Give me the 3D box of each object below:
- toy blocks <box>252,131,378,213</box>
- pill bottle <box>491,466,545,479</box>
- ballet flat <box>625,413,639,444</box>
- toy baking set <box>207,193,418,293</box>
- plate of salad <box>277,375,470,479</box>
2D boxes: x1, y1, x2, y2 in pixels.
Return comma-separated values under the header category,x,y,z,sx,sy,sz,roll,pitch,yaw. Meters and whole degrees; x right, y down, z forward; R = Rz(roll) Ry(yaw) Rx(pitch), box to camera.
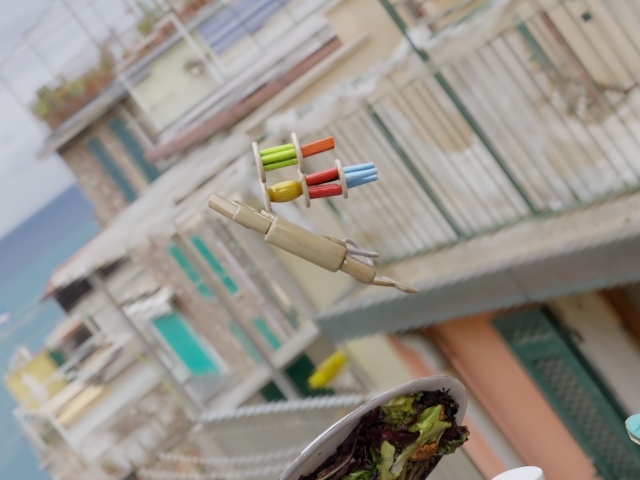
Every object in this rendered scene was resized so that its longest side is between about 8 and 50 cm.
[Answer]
category,x,y,z,sx,sy,sz,roll,pitch,yaw
toy blocks,-0.004,-0.092,1.917,0.148,0.054,0.123,-14,-37,-4
pill bottle,0.309,0.428,2.243,0.108,0.180,0.108,-17,8,2
ballet flat,0.480,0.262,1.994,0.168,0.052,0.057,6,55,22
toy baking set,-0.001,0.000,1.691,0.197,0.256,0.030,-78,13,-83
plate of salad,0.030,0.172,1.059,0.200,0.048,0.200,-30,-31,-21
